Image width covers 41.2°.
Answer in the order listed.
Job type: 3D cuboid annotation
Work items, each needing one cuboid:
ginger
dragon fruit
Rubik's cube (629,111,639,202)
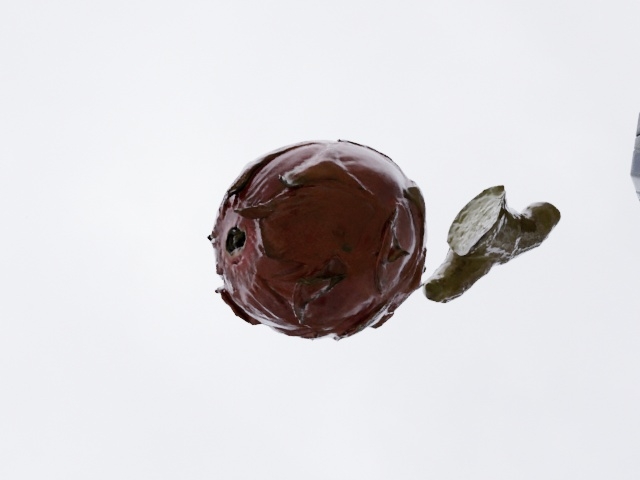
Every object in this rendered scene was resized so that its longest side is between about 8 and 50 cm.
[{"bbox_3d":[0.083,-0.005,0.422,0.097,0.030,0.048,-29,-40,-30],"label":"ginger"},{"bbox_3d":[0.003,0.001,0.937,0.252,0.241,0.241,2,-89,-15],"label":"dragon fruit"},{"bbox_3d":[0.241,-0.048,0.507,0.111,0.093,0.111,2,-69,6],"label":"Rubik's cube"}]
